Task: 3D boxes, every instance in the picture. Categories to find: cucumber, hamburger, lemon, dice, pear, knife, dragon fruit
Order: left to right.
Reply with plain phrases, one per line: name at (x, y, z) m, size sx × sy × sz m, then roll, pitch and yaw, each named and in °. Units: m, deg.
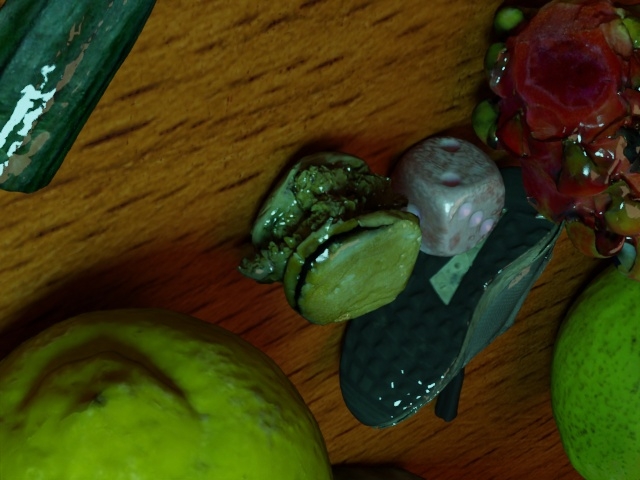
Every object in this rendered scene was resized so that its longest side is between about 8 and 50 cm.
cucumber at (-0.179, -0.145, 1.020) m, size 0.115 × 0.063 × 0.244 m, roll 17°, pitch 106°, yaw -56°
lemon at (-0.150, 0.223, 1.165) m, size 0.348 × 0.348 × 0.348 m, roll -31°, pitch 142°, yaw -29°
hamburger at (0.000, 0.000, 1.319) m, size 0.184 × 0.131 × 0.159 m, roll -20°, pitch 144°, yaw -30°
dice at (0.130, -0.046, 1.454) m, size 0.091 × 0.094 × 0.093 m, roll -30°, pitch 143°, yaw -31°
knife at (0.183, 0.126, 1.754) m, size 0.060 × 0.028 × 0.230 m, roll -33°, pitch 141°, yaw -46°
dragon fruit at (0.285, -0.102, 1.428) m, size 0.243 × 0.227 × 0.307 m, roll -9°, pitch 101°, yaw -44°
pear at (0.488, 0.167, 1.864) m, size 0.391 × 0.391 × 0.391 m, roll -31°, pitch 142°, yaw -29°

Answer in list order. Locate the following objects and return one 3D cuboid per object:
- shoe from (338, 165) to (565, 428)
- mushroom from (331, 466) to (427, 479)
shoe at (0.151, 0.079, 1.588) m, size 0.336 × 0.132 × 0.171 m, roll -50°, pitch 156°, yaw -9°
mushroom at (0.114, 0.443, 1.630) m, size 0.313 × 0.397 × 0.224 m, roll 24°, pitch 100°, yaw -53°
